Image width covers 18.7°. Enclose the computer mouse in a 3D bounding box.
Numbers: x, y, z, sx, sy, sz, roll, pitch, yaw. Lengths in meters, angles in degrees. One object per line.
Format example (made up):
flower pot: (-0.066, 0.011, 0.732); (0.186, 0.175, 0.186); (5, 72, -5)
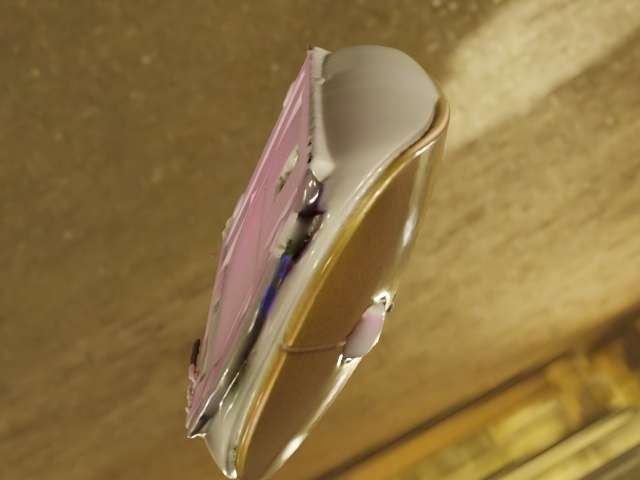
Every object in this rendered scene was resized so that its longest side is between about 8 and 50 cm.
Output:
computer mouse: (0.000, 0.000, 0.848); (0.310, 0.072, 0.158); (-88, -158, -75)
